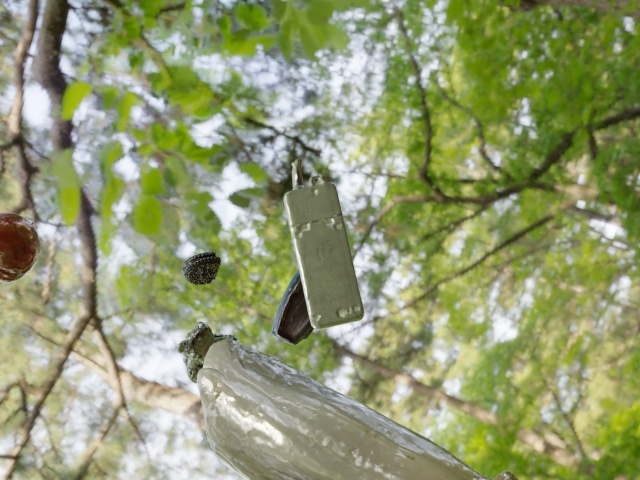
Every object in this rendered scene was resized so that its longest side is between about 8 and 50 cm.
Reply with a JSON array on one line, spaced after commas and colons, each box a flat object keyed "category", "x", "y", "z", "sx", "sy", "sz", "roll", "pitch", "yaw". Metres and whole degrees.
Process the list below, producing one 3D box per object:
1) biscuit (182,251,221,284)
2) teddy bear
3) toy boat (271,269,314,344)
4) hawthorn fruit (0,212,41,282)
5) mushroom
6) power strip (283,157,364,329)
[{"category": "biscuit", "x": -0.218, "y": 0.053, "z": 1.774, "sx": 0.089, "sy": 0.027, "sz": 0.087, "roll": -30, "pitch": -33, "yaw": 20}, {"category": "teddy bear", "x": -0.243, "y": 0.239, "z": 2.012, "sx": 0.133, "sy": 0.111, "sz": 0.213, "roll": -42, "pitch": -45, "yaw": -12}, {"category": "toy boat", "x": -0.030, "y": 0.127, "z": 2.069, "sx": 0.223, "sy": 0.100, "sz": 0.097, "roll": -62, "pitch": 5, "yaw": 9}, {"category": "hawthorn fruit", "x": -0.545, "y": 0.005, "z": 1.633, "sx": 0.140, "sy": 0.125, "sz": 0.125, "roll": -47, "pitch": -37, "yaw": -15}, {"category": "mushroom", "x": 0.032, "y": 0.254, "z": 1.048, "sx": 0.137, "sy": 0.407, "sz": 0.154, "roll": -19, "pitch": -53, "yaw": -57}, {"category": "power strip", "x": 0.000, "y": 0.000, "z": 1.557, "sx": 0.053, "sy": 0.093, "sz": 0.288, "roll": 69, "pitch": -171, "yaw": -77}]
